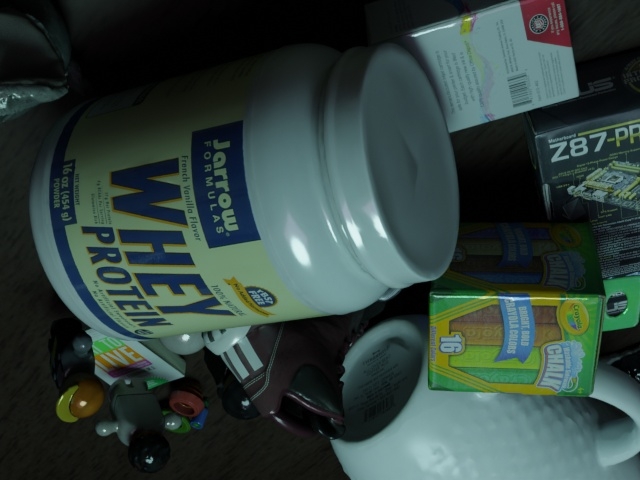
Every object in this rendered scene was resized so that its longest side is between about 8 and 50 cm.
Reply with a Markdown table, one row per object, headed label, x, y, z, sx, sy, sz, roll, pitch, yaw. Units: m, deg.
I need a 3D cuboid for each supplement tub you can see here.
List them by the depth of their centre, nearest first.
| label | x | y | z | sx | sy | sz | roll | pitch | yaw |
| --- | --- | --- | --- | --- | --- | --- | --- | --- | --- |
| supplement tub | -0.064 | -0.041 | 0.912 | 0.325 | 0.235 | 0.235 | -10 | 138 | 27 |

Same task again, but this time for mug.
| label | x | y | z | sx | sy | sz | roll | pitch | yaw |
| --- | --- | --- | --- | --- | --- | --- | --- | --- | --- |
| mug | 0.210 | 0.224 | 1.215 | 0.328 | 0.276 | 0.374 | 35 | 139 | -28 |

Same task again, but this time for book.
| label | x | y | z | sx | sy | sz | roll | pitch | yaw |
| --- | --- | --- | --- | --- | --- | --- | --- | --- | --- |
| book | -0.248 | 0.138 | 1.272 | 0.096 | 0.035 | 0.144 | -23 | 135 | 22 |

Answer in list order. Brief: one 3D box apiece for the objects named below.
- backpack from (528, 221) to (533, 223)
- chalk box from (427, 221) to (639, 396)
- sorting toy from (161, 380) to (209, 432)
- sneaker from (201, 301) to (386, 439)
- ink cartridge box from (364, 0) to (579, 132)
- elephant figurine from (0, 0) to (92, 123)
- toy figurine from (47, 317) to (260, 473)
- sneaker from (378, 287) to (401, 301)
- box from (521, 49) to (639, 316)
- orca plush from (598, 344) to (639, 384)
| label | x | y | z | sx | sy | sz | roll | pitch | yaw |
| --- | --- | --- | --- | --- | --- | --- | --- | --- | --- |
| backpack | 0.194 | 0.048 | 1.175 | 0.120 | 0.098 | 0.101 | -8 | 153 | 0 |
| chalk box | 0.217 | 0.068 | 1.039 | 0.213 | 0.132 | 0.132 | 1 | 124 | 8 |
| sorting toy | -0.177 | 0.218 | 1.358 | 0.061 | 0.042 | 0.102 | 28 | 140 | -11 |
| sneaker | 0.003 | 0.135 | 1.123 | 0.281 | 0.162 | 0.106 | -11 | 156 | -50 |
| ink cartridge box | 0.140 | -0.177 | 0.956 | 0.175 | 0.072 | 0.127 | -15 | 135 | 9 |
| elephant figurine | -0.296 | -0.128 | 0.842 | 0.186 | 0.239 | 0.169 | 0 | 135 | -7 |
| toy figurine | -0.185 | 0.148 | 1.165 | 0.209 | 0.148 | 0.213 | -34 | 132 | -1 |
| sneaker | 0.000 | 0.000 | 1.057 | 0.268 | 0.153 | 0.101 | -26 | 143 | 18 |
| box | 0.426 | -0.071 | 1.080 | 0.395 | 0.097 | 0.318 | -14 | 137 | 9 |
| orca plush | 0.474 | 0.159 | 1.314 | 0.287 | 0.102 | 0.151 | -9 | 136 | 4 |
